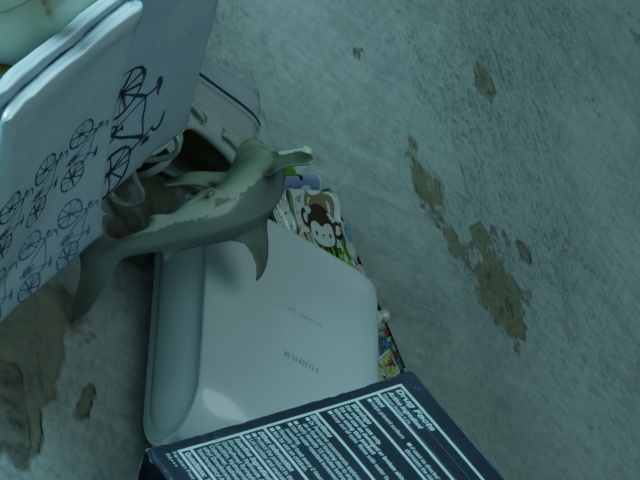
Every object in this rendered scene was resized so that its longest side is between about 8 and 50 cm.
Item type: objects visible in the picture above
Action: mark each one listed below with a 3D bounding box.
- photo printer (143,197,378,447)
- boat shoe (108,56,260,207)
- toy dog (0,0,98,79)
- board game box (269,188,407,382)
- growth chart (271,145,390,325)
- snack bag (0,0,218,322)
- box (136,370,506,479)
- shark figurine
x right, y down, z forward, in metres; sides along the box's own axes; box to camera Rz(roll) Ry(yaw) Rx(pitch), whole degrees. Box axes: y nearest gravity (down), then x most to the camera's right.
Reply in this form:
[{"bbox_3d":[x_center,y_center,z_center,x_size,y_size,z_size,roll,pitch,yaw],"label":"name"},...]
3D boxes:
[{"bbox_3d":[-0.055,0.131,1.987,0.256,0.107,0.307,30,43,-31],"label":"photo printer"},{"bbox_3d":[-0.181,-0.114,1.995,0.367,0.136,0.156,29,55,-58],"label":"boat shoe"},{"bbox_3d":[-0.226,-0.331,1.702,0.284,0.395,0.408,49,63,-13],"label":"toy dog"},{"bbox_3d":[0.022,0.070,2.280,0.136,0.030,0.260,-18,84,-60],"label":"board game box"},{"bbox_3d":[0.000,0.000,2.248,0.237,0.021,0.172,65,27,-1],"label":"growth chart"},{"bbox_3d":[-0.184,-0.104,1.713,0.037,0.323,0.342,34,51,12],"label":"snack bag"},{"bbox_3d":[0.027,0.300,1.726,0.294,0.183,0.296,-14,48,-34],"label":"box"},{"bbox_3d":[-0.101,-0.005,1.896,0.278,0.166,0.116,-32,115,-38],"label":"shark figurine"}]
